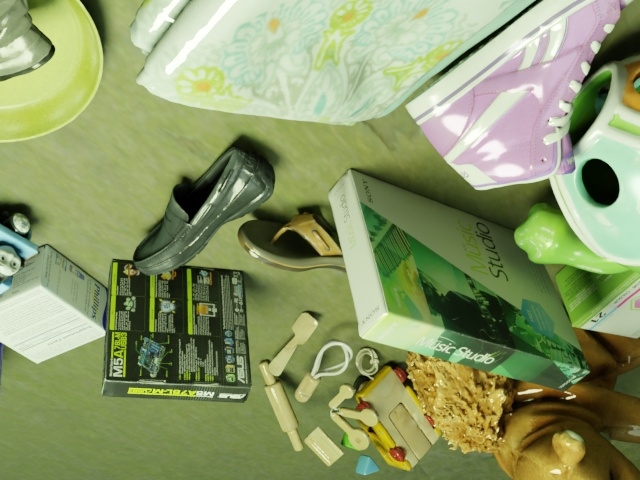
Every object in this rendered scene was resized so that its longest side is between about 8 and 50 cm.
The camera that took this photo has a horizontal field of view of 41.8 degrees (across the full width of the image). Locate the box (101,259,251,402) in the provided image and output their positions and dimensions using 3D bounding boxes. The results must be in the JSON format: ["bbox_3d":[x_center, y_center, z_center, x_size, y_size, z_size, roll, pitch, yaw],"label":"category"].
[{"bbox_3d":[-0.187,0.117,1.095,0.184,0.191,0.045,4,139,-16],"label":"box"}]

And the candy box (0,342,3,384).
[{"bbox_3d":[-0.637,0.157,1.122,0.268,0.122,0.317,-23,138,16],"label":"candy box"}]

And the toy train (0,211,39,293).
[{"bbox_3d":[-0.422,0.035,1.020,0.184,0.105,0.080,-29,137,24],"label":"toy train"}]

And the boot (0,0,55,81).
[{"bbox_3d":[-0.267,-0.215,0.716,0.246,0.083,0.161,-9,148,10],"label":"boot"}]

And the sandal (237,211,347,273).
[{"bbox_3d":[0.000,0.000,1.071,0.219,0.090,0.060,11,121,-20],"label":"sandal"}]

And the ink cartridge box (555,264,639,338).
[{"bbox_3d":[0.508,0.057,1.219,0.255,0.097,0.189,13,137,-23],"label":"ink cartridge box"}]

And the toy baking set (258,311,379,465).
[{"bbox_3d":[-0.008,0.235,1.319,0.196,0.030,0.256,-20,99,36],"label":"toy baking set"}]

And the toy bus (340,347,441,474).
[{"bbox_3d":[0.108,0.289,1.424,0.191,0.202,0.104,11,171,-28],"label":"toy bus"}]

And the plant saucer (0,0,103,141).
[{"bbox_3d":[-0.332,-0.194,0.807,0.240,0.037,0.241,-4,141,-4],"label":"plant saucer"}]

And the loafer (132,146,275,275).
[{"bbox_3d":[-0.153,-0.037,1.008,0.223,0.076,0.078,-35,129,23],"label":"loafer"}]

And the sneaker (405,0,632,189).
[{"bbox_3d":[0.241,-0.159,0.841,0.282,0.102,0.161,-37,92,29],"label":"sneaker"}]

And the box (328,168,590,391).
[{"bbox_3d":[0.171,0.051,1.043,0.322,0.232,0.058,16,131,-28],"label":"box"}]

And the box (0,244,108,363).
[{"bbox_3d":[-0.372,0.088,1.120,0.126,0.072,0.137,-22,139,17],"label":"box"}]

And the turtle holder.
[{"bbox_3d":[0.370,-0.081,0.950,0.227,0.243,0.320,25,171,-8],"label":"turtle holder"}]

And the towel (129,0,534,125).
[{"bbox_3d":[0.061,-0.231,0.696,0.374,0.090,0.320,-39,158,32],"label":"towel"}]

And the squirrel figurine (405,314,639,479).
[{"bbox_3d":[0.283,0.264,1.184,0.397,0.370,0.281,25,113,4],"label":"squirrel figurine"}]
